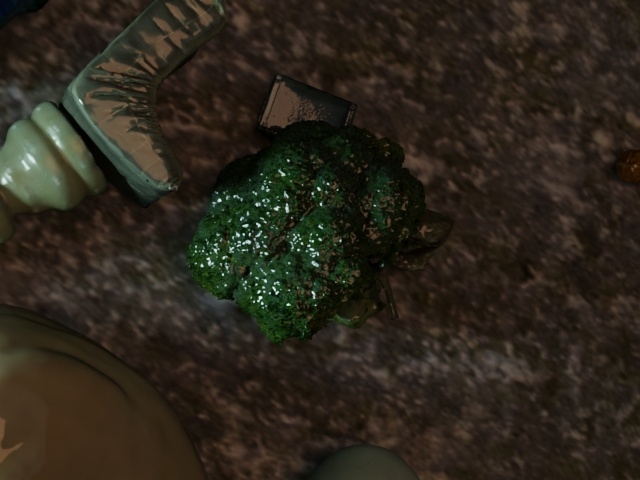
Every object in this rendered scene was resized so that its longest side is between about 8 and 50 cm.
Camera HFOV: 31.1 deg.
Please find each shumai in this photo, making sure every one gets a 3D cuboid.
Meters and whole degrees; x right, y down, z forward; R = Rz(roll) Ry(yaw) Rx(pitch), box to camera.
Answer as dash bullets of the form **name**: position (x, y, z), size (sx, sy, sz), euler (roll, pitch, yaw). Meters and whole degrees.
- **shumai**: position (0.127, 0.000, 1.591), size (0.099, 0.124, 0.087), euler (16, 102, 8)

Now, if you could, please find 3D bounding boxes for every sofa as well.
- **sofa**: position (-0.195, -0.179, 1.427), size (0.176, 0.210, 0.225), euler (45, 72, -10)

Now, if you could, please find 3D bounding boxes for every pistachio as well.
- **pistachio**: position (-0.319, 0.257, 1.298), size (0.445, 0.281, 0.365), euler (41, 40, -12)

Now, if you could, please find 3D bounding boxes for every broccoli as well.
- **broccoli**: position (0.000, 0.000, 1.463), size (0.321, 0.304, 0.283), euler (-34, 132, -2)

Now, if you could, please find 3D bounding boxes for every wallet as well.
- **wallet**: position (-0.019, -0.168, 1.585), size (0.129, 0.026, 0.088), euler (19, 84, -19)

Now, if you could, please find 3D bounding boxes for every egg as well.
- **egg**: position (0.052, 0.396, 1.486), size (0.183, 0.183, 0.264), euler (4, 91, -20)

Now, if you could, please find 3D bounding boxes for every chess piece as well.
- **chess piece**: position (-0.394, -0.053, 1.391), size (0.243, 0.133, 0.133), euler (-35, 98, -15)

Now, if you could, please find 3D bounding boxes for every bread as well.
- **bread**: position (0.527, -0.111, 1.772), size (0.157, 0.044, 0.052), euler (2, 80, -21)

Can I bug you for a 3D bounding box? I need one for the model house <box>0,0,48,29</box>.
- **model house**: position (-0.458, -0.350, 1.281), size (0.252, 0.329, 0.295), euler (-45, 103, -14)
